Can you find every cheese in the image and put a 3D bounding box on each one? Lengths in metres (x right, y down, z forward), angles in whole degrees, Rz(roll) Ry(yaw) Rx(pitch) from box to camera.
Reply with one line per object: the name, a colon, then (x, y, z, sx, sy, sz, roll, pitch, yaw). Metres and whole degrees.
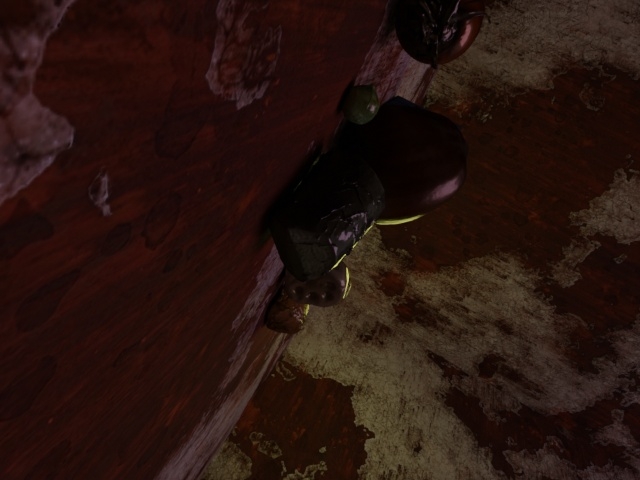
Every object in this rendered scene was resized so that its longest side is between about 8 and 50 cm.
cheese: (-0.019, 0.119, 1.505, 0.218, 0.235, 0.117, -20, -157, 22)

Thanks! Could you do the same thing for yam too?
yam: (0.012, -0.054, 1.021, 0.271, 0.201, 0.202, -42, 126, -29)

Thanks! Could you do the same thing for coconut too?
coconut: (0.094, -0.313, 1.036, 0.096, 0.088, 0.088, -57, 175, 17)

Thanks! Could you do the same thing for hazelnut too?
hazelnut: (0.214, -0.210, 1.253, 0.366, 0.366, 0.366, -60, 173, -12)

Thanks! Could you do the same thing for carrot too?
carrot: (0.284, -0.519, 1.070, 0.331, 0.214, 0.193, -49, 165, -47)

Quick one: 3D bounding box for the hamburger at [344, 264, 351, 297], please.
hamburger: (0.014, 0.168, 1.848, 0.231, 0.231, 0.107, -61, 172, 4)

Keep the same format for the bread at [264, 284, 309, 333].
bread: (-0.118, 0.264, 1.681, 0.229, 0.139, 0.143, 109, 4, -62)

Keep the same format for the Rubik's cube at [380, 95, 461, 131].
Rubik's cube: (0.334, -0.343, 1.755, 0.304, 0.305, 0.301, -63, 173, 32)
